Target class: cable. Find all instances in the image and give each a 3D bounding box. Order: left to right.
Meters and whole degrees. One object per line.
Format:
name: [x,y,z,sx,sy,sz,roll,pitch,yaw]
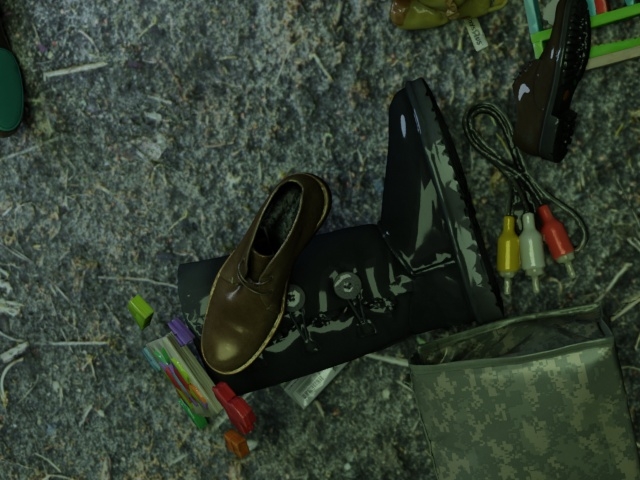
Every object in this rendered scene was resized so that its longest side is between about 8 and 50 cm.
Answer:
cable: [0.293,-0.071,1.312,0.139,0.072,0.287,-15,90,11]

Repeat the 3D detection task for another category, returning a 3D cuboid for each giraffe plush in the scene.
giraffe plush: [0.163,-0.363,1.273,0.181,0.170,0.210,-40,83,15]

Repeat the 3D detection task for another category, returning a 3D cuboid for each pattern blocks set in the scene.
pattern blocks set: [-0.199,0.204,1.369,0.026,0.325,0.285,-35,78,-22]

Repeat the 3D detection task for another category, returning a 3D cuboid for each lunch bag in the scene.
lunch bag: [0.276,0.236,1.276,0.286,0.169,0.235,-13,104,14]

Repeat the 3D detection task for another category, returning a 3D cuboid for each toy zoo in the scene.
toy zoo: [0.366,-0.384,1.263,0.192,0.030,0.293,-10,92,32]

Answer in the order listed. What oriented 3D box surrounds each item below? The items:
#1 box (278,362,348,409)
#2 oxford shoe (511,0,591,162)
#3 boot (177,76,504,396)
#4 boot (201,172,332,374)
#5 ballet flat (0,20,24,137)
box: [-0.042,0.147,1.440,0.186,0.038,0.145,43,103,7]
oxford shoe: [0.306,-0.227,1.259,0.096,0.082,0.227,22,108,35]
boot: [0.000,0.002,1.347,0.445,0.146,0.367,-17,84,15]
boot: [-0.090,0.046,1.237,0.112,0.115,0.305,27,99,9]
ballet flat: [-0.572,-0.314,1.532,0.106,0.107,0.316,-15,85,36]
